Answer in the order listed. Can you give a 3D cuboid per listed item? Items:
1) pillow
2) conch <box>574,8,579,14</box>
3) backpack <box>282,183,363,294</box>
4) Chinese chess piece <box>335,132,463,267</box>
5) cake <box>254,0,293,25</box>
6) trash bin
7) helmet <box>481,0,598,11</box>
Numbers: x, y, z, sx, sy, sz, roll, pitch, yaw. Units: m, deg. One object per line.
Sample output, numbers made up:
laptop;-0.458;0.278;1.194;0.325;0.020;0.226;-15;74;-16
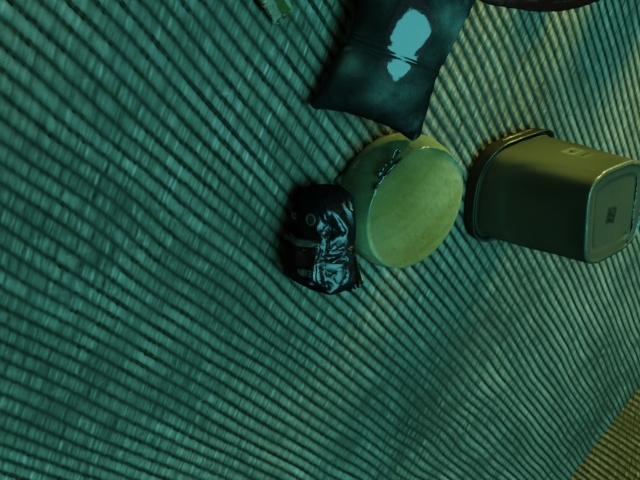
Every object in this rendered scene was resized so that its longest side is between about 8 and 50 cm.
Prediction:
pillow;0.109;-0.279;0.897;0.186;0.106;0.250;12;112;-23
conch;0.423;-0.471;1.095;0.180;0.088;0.065;60;28;-34
backpack;-0.002;-0.002;0.963;0.106;0.120;0.165;-14;105;-36
Chinese chess piece;0.131;-0.069;1.048;0.238;0.092;0.238;-18;124;-30
cake;-0.078;-0.336;0.787;0.051;0.055;0.140;-47;150;-10
trash bin;0.436;-0.080;1.177;0.220;0.250;0.219;-22;119;-28
helmet;0.298;-0.505;0.837;0.337;0.385;0.230;60;34;-65
